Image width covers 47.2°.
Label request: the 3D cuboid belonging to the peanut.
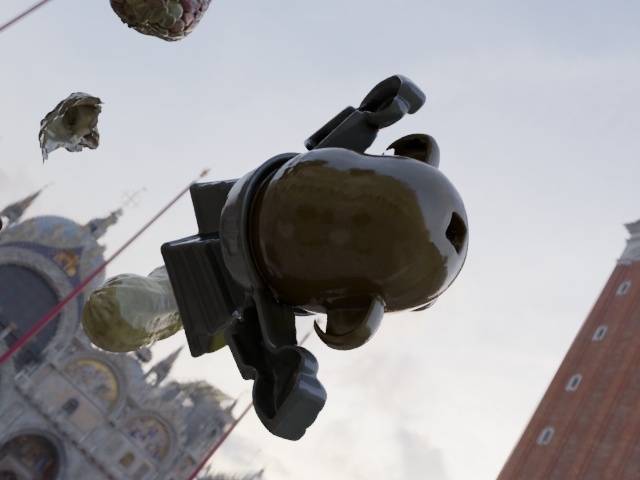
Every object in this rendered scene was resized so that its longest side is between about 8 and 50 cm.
[{"bbox_3d":[-0.316,0.116,1.349,0.147,0.305,0.147,4,-81,29],"label":"peanut"}]

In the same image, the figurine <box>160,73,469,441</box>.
[{"bbox_3d":[-0.001,0.000,0.652,0.285,0.343,0.167,-10,-19,43],"label":"figurine"}]

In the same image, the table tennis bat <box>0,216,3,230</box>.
[{"bbox_3d":[-0.667,-0.007,1.388,0.155,0.098,0.019,-48,-125,26],"label":"table tennis bat"}]

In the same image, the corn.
[{"bbox_3d":[-0.113,-0.330,0.705,0.098,0.290,0.098,24,2,-1],"label":"corn"}]

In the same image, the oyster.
[{"bbox_3d":[-0.493,-0.233,1.433,0.107,0.161,0.233,52,-4,-2],"label":"oyster"}]
